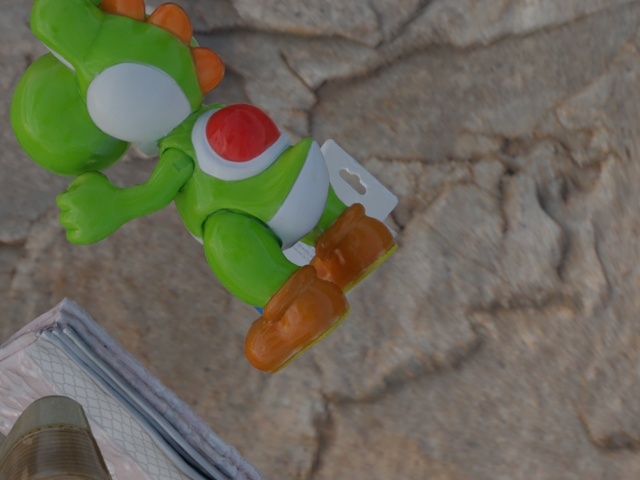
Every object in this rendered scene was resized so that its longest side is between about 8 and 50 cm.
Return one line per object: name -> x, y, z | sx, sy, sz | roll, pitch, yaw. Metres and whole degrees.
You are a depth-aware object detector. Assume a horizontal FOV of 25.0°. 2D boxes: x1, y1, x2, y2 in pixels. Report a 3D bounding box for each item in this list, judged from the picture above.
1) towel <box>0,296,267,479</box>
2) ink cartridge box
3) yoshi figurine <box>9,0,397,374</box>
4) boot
towel -> -0.203, 0.220, 1.477 | 0.332, 0.317, 0.053 | 44, 58, -9
ink cartridge box -> 0.000, 0.000, 1.444 | 0.104, 0.061, 0.181 | 43, 105, 20
yoshi figurine -> -0.124, -0.058, 1.231 | 0.203, 0.203, 0.362 | -43, 96, -1
boot -> -0.175, 0.234, 0.824 | 0.207, 0.090, 0.248 | -105, 33, -40
